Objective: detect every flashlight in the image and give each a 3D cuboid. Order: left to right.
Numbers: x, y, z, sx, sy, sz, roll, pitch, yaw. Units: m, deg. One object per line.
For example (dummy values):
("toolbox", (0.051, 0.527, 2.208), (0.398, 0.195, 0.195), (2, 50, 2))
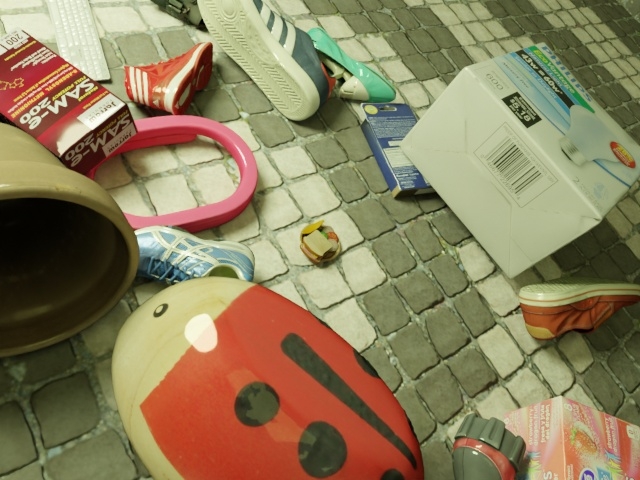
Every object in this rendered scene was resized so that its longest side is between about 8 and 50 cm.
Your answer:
("flashlight", (0.186, 0.388, 0.667), (0.103, 0.103, 0.304), (24, 50, 25))

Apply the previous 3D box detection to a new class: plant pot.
("plant pot", (-0.387, -0.026, 0.599), (0.262, 0.263, 0.229), (-16, 51, -30))

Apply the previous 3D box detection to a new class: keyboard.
("keyboard", (-0.456, -0.391, 0.910), (0.072, 0.014, 0.256), (-11, 66, -28))

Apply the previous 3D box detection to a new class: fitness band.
("fitness band", (-0.244, -0.108, 0.807), (0.290, 0.054, 0.209), (-17, 69, -29))

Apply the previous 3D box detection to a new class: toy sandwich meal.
("toy sandwich meal", (0.000, 0.000, 0.861), (0.085, 0.029, 0.086), (11, 57, -17))

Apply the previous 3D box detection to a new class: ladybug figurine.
("ladybug figurine", (-0.039, 0.204, 0.594), (0.449, 0.162, 0.305), (40, 29, 1))

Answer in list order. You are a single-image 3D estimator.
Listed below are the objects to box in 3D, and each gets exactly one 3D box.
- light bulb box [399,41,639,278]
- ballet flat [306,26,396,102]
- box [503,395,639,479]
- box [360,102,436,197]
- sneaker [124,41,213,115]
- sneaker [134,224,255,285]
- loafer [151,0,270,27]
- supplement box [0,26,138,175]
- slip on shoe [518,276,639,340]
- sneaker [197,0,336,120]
("light bulb box", (0.425, -0.179, 1.007), (0.361, 0.225, 0.358), (-30, 78, -39))
("ballet flat", (0.050, -0.366, 1.083), (0.247, 0.083, 0.087), (40, 78, 3))
("box", (0.363, 0.404, 0.704), (0.154, 0.142, 0.300), (23, 54, -9))
("box", (0.174, -0.199, 1.050), (0.136, 0.036, 0.225), (-9, 67, -28))
("sneaker", (-0.282, -0.317, 0.898), (0.127, 0.087, 0.221), (14, 40, -1))
("sneaker", (-0.195, 0.032, 0.713), (0.211, 0.080, 0.081), (5, 28, -18))
("loafer", (-0.229, -0.480, 1.016), (0.267, 0.096, 0.084), (5, 71, -25))
("supplement box", (-0.417, -0.209, 0.744), (0.239, 0.073, 0.130), (35, 66, 11))
("slip on shoe", (0.518, 0.129, 0.970), (0.331, 0.123, 0.102), (-5, 95, -31))
("sneaker", (-0.101, -0.413, 0.990), (0.350, 0.131, 0.148), (53, 50, -11))
